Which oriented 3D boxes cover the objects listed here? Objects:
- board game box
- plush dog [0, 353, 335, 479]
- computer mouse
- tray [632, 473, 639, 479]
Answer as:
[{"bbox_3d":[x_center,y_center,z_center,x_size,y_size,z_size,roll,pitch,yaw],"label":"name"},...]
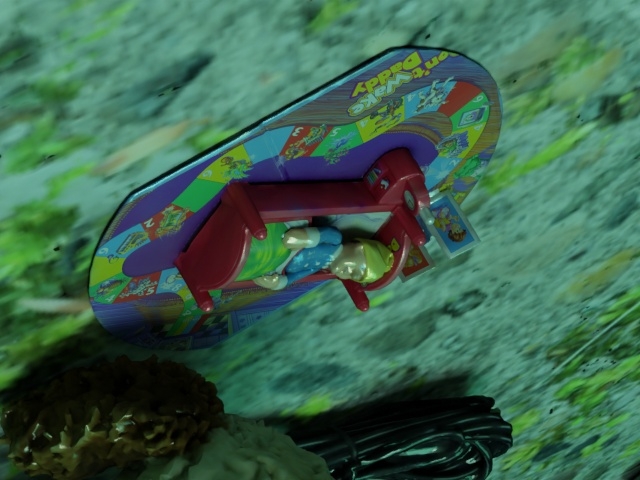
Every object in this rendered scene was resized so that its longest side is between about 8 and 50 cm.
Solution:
[{"bbox_3d":[0.000,0.000,0.593,0.169,0.033,0.133,-30,154,-3],"label":"board game box"},{"bbox_3d":[-0.042,0.164,0.624,0.210,0.262,0.225,-29,159,-42],"label":"plush dog"},{"bbox_3d":[-0.024,0.177,0.842,0.188,0.072,0.272,-8,133,-34],"label":"computer mouse"},{"bbox_3d":[0.292,0.136,1.126,0.145,0.030,0.270,7,135,-49],"label":"tray"}]
